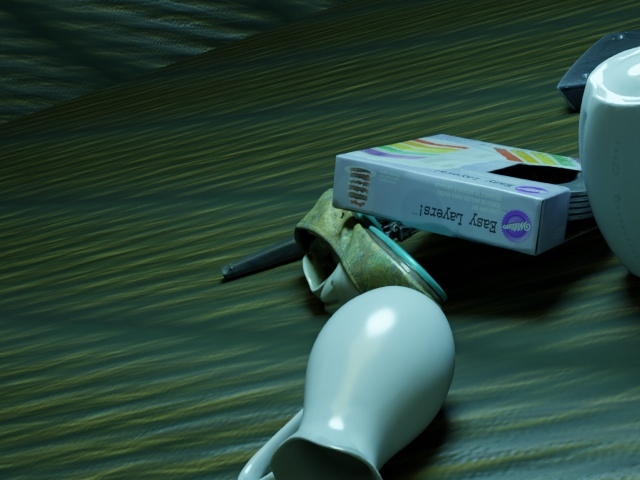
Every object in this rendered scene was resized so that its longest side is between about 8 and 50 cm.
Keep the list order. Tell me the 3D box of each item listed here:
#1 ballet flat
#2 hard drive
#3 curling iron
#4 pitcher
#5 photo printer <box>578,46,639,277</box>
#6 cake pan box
[{"bbox_3d":[0.042,0.034,1.277,0.123,0.123,0.348,-20,21,-6],"label":"ballet flat"},{"bbox_3d":[0.481,-0.270,1.750,0.172,0.054,0.255,-3,25,33],"label":"hard drive"},{"bbox_3d":[0.000,0.000,1.478,0.274,0.035,0.068,-15,20,6],"label":"curling iron"},{"bbox_3d":[0.021,0.143,1.004,0.178,0.125,0.207,-20,26,40],"label":"pitcher"},{"bbox_3d":[0.404,-0.087,1.075,0.308,0.256,0.107,-12,41,13],"label":"photo printer"},{"bbox_3d":[0.187,-0.058,1.277,0.267,0.070,0.246,15,21,34],"label":"cake pan box"}]
